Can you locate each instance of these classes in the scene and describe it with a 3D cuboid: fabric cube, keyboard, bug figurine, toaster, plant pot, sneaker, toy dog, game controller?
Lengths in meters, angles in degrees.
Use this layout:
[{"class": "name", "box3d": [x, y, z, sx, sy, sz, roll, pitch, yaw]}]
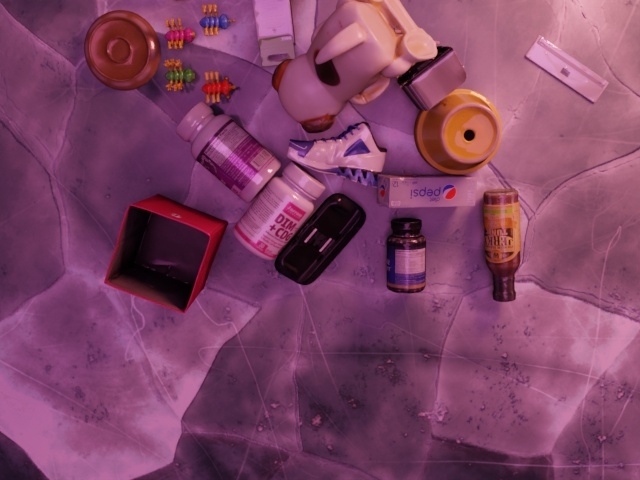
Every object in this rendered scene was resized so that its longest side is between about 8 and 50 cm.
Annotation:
[{"class": "fabric cube", "box3d": [-0.455, 0.030, 1.836, 0.254, 0.258, 0.259, 21, 101, -1]}, {"class": "keyboard", "box3d": [0.735, -0.509, 1.809, 0.256, 0.014, 0.072, 33, 106, -4]}, {"class": "bug figurine", "box3d": [-0.360, -0.552, 1.810, 0.216, 0.072, 0.279, 1, 100, 0]}, {"class": "toaster", "box3d": [0.312, -0.463, 1.739, 0.185, 0.168, 0.110, -37, 106, 8]}, {"class": "plant pot", "box3d": [0.406, -0.309, 1.745, 0.254, 0.239, 0.254, 1, 102, 3]}, {"class": "sneaker", "box3d": [0.064, -0.283, 1.831, 0.315, 0.127, 0.182, 15, 98, -8]}, {"class": "toy dog", "box3d": [0.057, -0.467, 1.669, 0.284, 0.395, 0.408, 47, 135, -12]}, {"class": "plant pot", "box3d": [-0.605, -0.575, 1.837, 0.236, 0.032, 0.236, 1, 101, 3]}, {"class": "game controller", "box3d": [0.000, 0.000, 1.885, 0.166, 0.067, 0.319, 35, 101, -31]}]

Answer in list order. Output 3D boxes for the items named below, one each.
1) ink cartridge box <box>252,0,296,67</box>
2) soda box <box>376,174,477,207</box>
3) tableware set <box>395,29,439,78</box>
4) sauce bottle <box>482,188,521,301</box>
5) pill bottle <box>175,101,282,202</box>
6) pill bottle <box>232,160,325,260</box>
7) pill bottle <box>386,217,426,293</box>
[{"class": "ink cartridge box", "box3d": [-0.133, -0.622, 1.793, 0.109, 0.062, 0.209, -7, 101, 3]}, {"class": "soda box", "box3d": [0.316, -0.149, 1.809, 0.286, 0.098, 0.091, -2, 102, -18]}, {"class": "tableware set", "box3d": [0.269, -0.544, 1.814, 0.141, 0.020, 0.169, 14, 101, -1]}, {"class": "sauce bottle", "box3d": [0.562, 0.017, 1.867, 0.111, 0.111, 0.344, -6, 100, 3]}, {"class": "pill bottle", "box3d": [-0.277, -0.267, 1.814, 0.301, 0.169, 0.169, 41, 100, -5]}, {"class": "pill bottle", "box3d": [-0.123, -0.092, 1.846, 0.160, 0.160, 0.283, 38, 100, -5]}, {"class": "pill bottle", "box3d": [0.265, 0.045, 1.879, 0.122, 0.123, 0.219, -1, 100, 2]}]
